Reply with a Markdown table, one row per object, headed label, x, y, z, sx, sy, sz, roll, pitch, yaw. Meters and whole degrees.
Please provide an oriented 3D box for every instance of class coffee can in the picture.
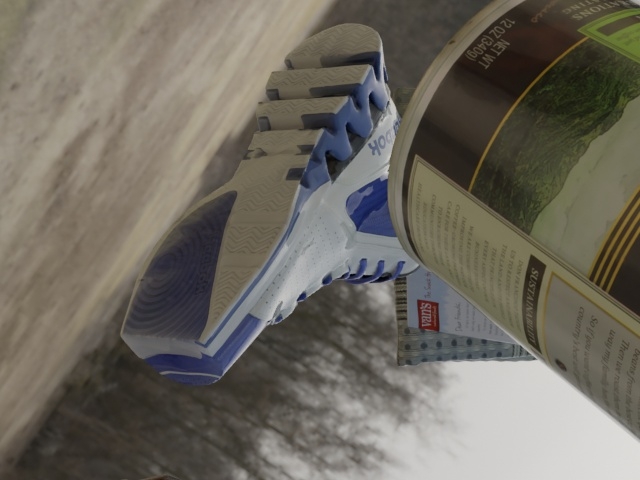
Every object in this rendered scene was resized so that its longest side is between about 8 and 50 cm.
| label | x | y | z | sx | sy | sz | roll | pitch | yaw |
| --- | --- | --- | --- | --- | --- | --- | --- | --- | --- |
| coffee can | 0.194 | 0.004 | 0.577 | 0.201 | 0.202 | 0.275 | -56 | -133 | 8 |

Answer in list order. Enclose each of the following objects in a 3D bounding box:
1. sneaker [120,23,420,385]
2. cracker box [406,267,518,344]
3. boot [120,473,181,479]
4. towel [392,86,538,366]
| label | x | y | z | sx | sy | sz | roll | pitch | yaw |
| --- | --- | --- | --- | --- | --- | --- | --- | --- | --- |
| sneaker | 0.001 | -0.001 | 0.894 | 0.127 | 0.182 | 0.315 | 6 | -125 | 44 |
| cracker box | 0.198 | 0.028 | 1.053 | 0.155 | 0.232 | 0.067 | 85 | 18 | -47 |
| boot | -0.177 | 0.308 | 1.284 | 0.114 | 0.106 | 0.037 | -16 | -145 | 36 |
| towel | 0.235 | -0.019 | 1.250 | 0.056 | 0.324 | 0.312 | 171 | -82 | -79 |
